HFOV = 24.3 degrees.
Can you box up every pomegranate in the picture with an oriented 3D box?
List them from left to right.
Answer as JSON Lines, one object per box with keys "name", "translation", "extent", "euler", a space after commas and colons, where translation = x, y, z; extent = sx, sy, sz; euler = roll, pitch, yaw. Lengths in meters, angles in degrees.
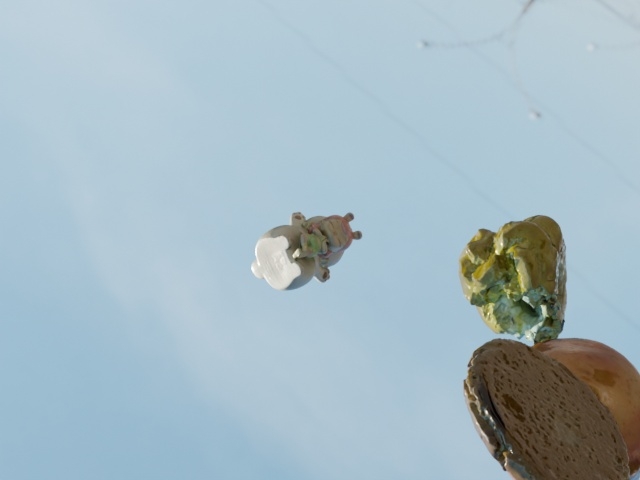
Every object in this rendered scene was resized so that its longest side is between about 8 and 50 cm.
{"name": "pomegranate", "translation": [0.300, 0.218, 1.767], "extent": [0.209, 0.209, 0.209], "euler": [33, -163, -12]}

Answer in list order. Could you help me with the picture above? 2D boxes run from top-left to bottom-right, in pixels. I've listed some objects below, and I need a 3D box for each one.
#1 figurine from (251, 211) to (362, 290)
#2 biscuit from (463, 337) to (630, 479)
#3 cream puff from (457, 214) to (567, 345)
{"name": "figurine", "translation": [0.004, 0.009, 1.656], "extent": [0.098, 0.081, 0.146], "euler": [4, -162, 42]}
{"name": "biscuit", "translation": [0.240, 0.199, 1.580], "extent": [0.226, 0.042, 0.226], "euler": [28, -147, -20]}
{"name": "cream puff", "translation": [0.315, 0.052, 2.432], "extent": [0.194, 0.195, 0.221], "euler": [51, 162, 40]}
